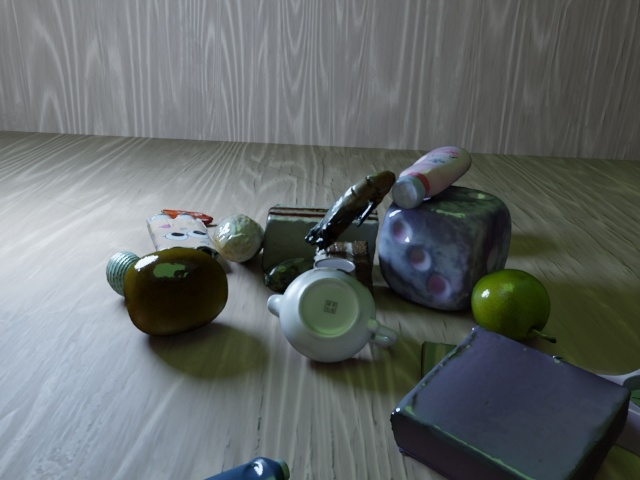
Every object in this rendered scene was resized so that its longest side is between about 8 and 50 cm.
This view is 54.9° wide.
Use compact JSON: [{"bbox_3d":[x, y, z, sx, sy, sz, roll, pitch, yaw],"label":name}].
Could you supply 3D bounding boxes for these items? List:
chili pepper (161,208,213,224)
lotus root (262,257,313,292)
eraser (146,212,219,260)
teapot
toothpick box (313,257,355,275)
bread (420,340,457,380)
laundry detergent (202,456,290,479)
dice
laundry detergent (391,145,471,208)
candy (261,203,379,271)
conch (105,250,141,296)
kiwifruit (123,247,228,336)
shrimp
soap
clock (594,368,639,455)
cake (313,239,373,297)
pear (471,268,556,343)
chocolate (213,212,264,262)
[{"bbox_3d":[-0.440,-0.071,2.050,0.168,0.065,0.088,0,21,-19],"label":"chili pepper"},{"bbox_3d":[-0.081,0.091,1.623,0.089,0.081,0.179,-9,3,41],"label":"lotus root"},{"bbox_3d":[-0.410,0.002,1.809,0.171,0.087,0.290,0,19,-23],"label":"eraser"},{"bbox_3d":[0.026,0.165,1.324,0.297,0.205,0.139,22,-22,5],"label":"teapot"},{"bbox_3d":[0.029,0.126,1.443,0.098,0.149,0.098,2,20,-1],"label":"toothpick box"},{"bbox_3d":[0.248,0.261,1.308,0.073,0.084,0.139,5,-11,7],"label":"bread"},{"bbox_3d":[-0.125,0.370,0.891,0.206,0.061,0.096,-13,17,-38],"label":"laundry detergent"},{"bbox_3d":[0.329,0.009,1.628,0.271,0.271,0.270,17,25,34],"label":"dice"},{"bbox_3d":[0.275,-0.165,1.575,0.158,0.088,0.335,-6,16,33],"label":"laundry detergent"},{"bbox_3d":[0.000,0.000,1.744,0.320,0.180,0.135,3,22,2],"label":"candy"},{"bbox_3d":[-0.460,0.094,1.534,0.153,0.102,0.135,49,26,18],"label":"conch"},{"bbox_3d":[-0.318,0.112,1.380,0.233,0.196,0.196,-4,21,-31],"label":"kiwifruit"},{"bbox_3d":[0.085,-0.082,1.561,0.075,0.289,0.178,50,31,21],"label":"shrimp"},{"bbox_3d":[0.314,0.294,1.025,0.285,0.107,0.296,-29,36,-36],"label":"soap"},{"bbox_3d":[0.616,0.299,1.162,0.275,0.080,0.290,11,21,20],"label":"clock"},{"bbox_3d":[0.061,0.083,1.607,0.147,0.135,0.135,-7,22,3],"label":"cake"},{"bbox_3d":[0.448,0.166,1.414,0.180,0.166,0.216,4,39,-36],"label":"pear"},{"bbox_3d":[-0.221,-0.008,1.715,0.134,0.134,0.309,4,2,2],"label":"chocolate"}]
